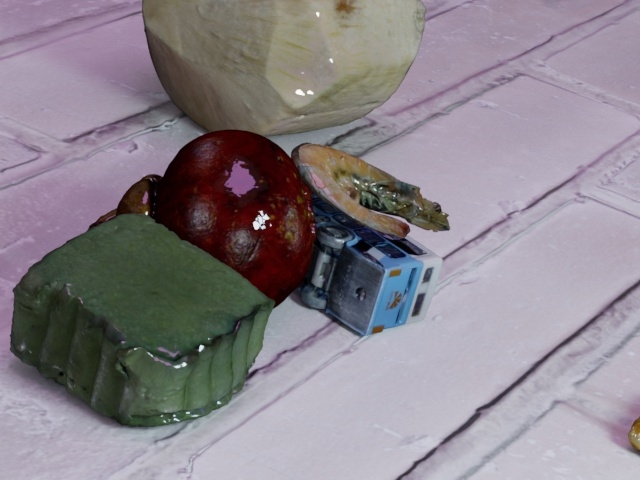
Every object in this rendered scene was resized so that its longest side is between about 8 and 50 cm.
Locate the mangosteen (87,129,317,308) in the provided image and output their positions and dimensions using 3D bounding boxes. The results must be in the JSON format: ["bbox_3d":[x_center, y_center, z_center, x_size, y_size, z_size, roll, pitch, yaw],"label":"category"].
[{"bbox_3d":[-0.133,-0.012,2.236,0.257,0.215,0.215,-9,25,3],"label":"mangosteen"}]

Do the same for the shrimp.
[{"bbox_3d":[0.068,-0.043,2.341,0.251,0.052,0.143,17,30,-32],"label":"shrimp"}]

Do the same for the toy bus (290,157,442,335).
[{"bbox_3d":[0.000,0.000,2.377,0.131,0.106,0.297,-7,33,-43],"label":"toy bus"}]

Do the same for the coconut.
[{"bbox_3d":[-0.071,-0.321,2.739,0.415,0.345,0.415,13,23,-6],"label":"coconut"}]

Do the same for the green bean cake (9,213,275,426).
[{"bbox_3d":[-0.185,0.087,2.063,0.227,0.125,0.222,26,32,24],"label":"green bean cake"}]

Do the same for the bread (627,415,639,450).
[{"bbox_3d":[0.393,0.202,2.192,0.074,0.053,0.132,25,27,17],"label":"bread"}]
